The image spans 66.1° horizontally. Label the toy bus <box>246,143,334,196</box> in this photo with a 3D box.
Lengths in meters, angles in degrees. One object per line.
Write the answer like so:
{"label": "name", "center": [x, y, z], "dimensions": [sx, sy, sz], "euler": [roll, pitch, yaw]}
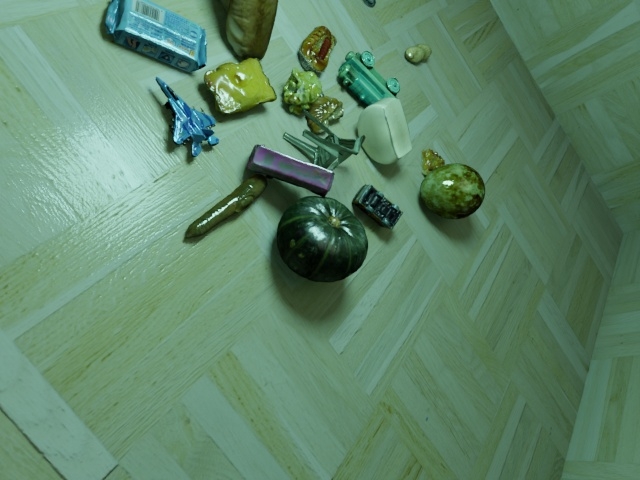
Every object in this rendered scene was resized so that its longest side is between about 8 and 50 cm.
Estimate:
{"label": "toy bus", "center": [-0.094, -0.225, 1.555], "dimensions": [0.274, 0.112, 0.090], "euler": [18, 87, -7]}

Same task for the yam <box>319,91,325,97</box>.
{"label": "yam", "center": [0.006, -0.548, 1.889], "dimensions": [0.129, 0.027, 0.033], "euler": [60, 3, -11]}

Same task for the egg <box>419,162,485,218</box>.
{"label": "egg", "center": [0.555, -0.207, 2.080], "dimensions": [0.289, 0.238, 0.238], "euler": [-6, 77, -28]}

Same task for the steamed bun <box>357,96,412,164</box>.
{"label": "steamed bun", "center": [0.245, -0.430, 1.946], "dimensions": [0.146, 0.164, 0.242], "euler": [-38, 118, -41]}

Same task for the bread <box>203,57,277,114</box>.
{"label": "bread", "center": [-0.267, -0.494, 1.600], "dimensions": [0.233, 0.088, 0.161], "euler": [-29, 88, -40]}

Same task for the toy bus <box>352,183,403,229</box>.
{"label": "toy bus", "center": [0.208, -0.129, 1.844], "dimensions": [0.182, 0.103, 0.091], "euler": [37, 83, -24]}

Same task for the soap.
{"label": "soap", "center": [-0.483, -0.621, 1.469], "dimensions": [0.293, 0.077, 0.156], "euler": [15, 65, -34]}

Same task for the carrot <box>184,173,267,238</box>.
{"label": "carrot", "center": [-0.271, -0.100, 1.459], "dimensions": [0.070, 0.070, 0.342], "euler": [53, 50, -11]}

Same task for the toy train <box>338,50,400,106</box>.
{"label": "toy train", "center": [0.201, -0.635, 2.028], "dimensions": [0.298, 0.120, 0.194], "euler": [38, 58, -23]}

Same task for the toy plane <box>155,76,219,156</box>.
{"label": "toy plane", "center": [-0.407, -0.368, 1.441], "dimensions": [0.246, 0.078, 0.169], "euler": [49, 49, -6]}

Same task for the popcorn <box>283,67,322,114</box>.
{"label": "popcorn", "center": [-0.063, -0.537, 1.758], "dimensions": [0.135, 0.141, 0.162], "euler": [-82, 161, -73]}

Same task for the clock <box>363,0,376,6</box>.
{"label": "clock", "center": [0.225, -1.135, 2.305], "dimensions": [0.085, 0.017, 0.085], "euler": [16, 64, -35]}

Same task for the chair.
{"label": "chair", "center": [0.017, -0.314, 1.695], "dimensions": [0.274, 0.203, 0.191], "euler": [24, 48, -26]}

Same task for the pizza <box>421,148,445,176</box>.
{"label": "pizza", "center": [0.504, -0.353, 2.220], "dimensions": [0.134, 0.046, 0.175], "euler": [55, 48, -10]}

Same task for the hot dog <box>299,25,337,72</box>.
{"label": "hot dog", "center": [-0.008, -0.753, 1.927], "dimensions": [0.131, 0.069, 0.253], "euler": [38, 52, -22]}

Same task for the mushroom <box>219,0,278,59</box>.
{"label": "mushroom", "center": [-0.217, -0.831, 1.643], "dimensions": [0.224, 0.313, 0.397], "euler": [-14, 88, -39]}

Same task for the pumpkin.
{"label": "pumpkin", "center": [0.000, 0.000, 1.546], "dimensions": [0.300, 0.207, 0.300], "euler": [21, 45, -23]}

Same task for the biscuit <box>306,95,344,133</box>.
{"label": "biscuit", "center": [0.014, -0.479, 1.831], "dimensions": [0.118, 0.061, 0.183], "euler": [48, 62, -8]}

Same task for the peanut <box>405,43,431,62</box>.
{"label": "peanut", "center": [0.474, -0.912, 2.391], "dimensions": [0.187, 0.082, 0.082], "euler": [-34, 96, -41]}
